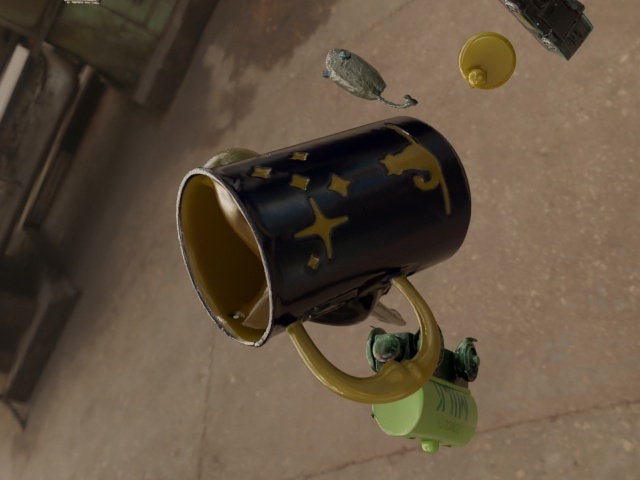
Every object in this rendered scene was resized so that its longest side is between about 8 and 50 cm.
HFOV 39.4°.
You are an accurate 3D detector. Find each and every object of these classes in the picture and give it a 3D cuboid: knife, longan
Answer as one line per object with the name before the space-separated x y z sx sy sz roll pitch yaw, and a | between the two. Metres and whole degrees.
knife | 0.063 0.094 1.503 0.089 0.365 0.043 23 85 29
longan | -0.122 -0.079 1.476 0.145 0.176 0.155 100 178 -54

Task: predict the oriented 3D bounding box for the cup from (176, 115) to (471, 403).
cup | 0.021 0.021 0.893 0.178 0.256 0.255 -6 102 60

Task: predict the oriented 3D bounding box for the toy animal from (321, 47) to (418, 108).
toy animal | 0.091 -0.282 1.625 0.253 0.079 0.070 42 119 39

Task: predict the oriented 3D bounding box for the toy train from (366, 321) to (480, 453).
toy train | 0.139 0.197 1.164 0.105 0.253 0.158 -9 71 26

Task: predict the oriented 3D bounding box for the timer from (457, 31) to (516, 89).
timer | 0.301 -0.324 1.622 0.107 0.107 0.109 -57 7 15

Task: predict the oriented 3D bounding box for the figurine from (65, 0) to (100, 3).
figurine | -0.461 -0.501 1.401 0.143 0.308 0.308 -46 39 13

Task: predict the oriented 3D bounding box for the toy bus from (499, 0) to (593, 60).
toy bus | 0.359 -0.402 1.504 0.091 0.261 0.109 -53 41 7

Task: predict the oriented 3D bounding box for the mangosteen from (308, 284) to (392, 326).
mangosteen | 0.000 0.000 1.246 0.243 0.242 0.243 -30 49 42
